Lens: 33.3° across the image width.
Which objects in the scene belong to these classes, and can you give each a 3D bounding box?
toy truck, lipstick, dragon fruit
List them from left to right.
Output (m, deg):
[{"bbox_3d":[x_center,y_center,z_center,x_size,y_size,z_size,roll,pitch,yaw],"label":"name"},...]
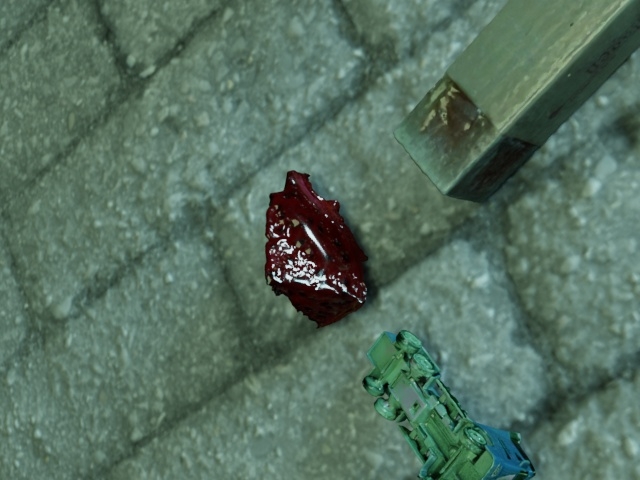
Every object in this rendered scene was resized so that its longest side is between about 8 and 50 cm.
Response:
[{"bbox_3d":[0.003,0.000,0.947,0.063,0.097,0.131,-16,59,29],"label":"dragon fruit"},{"bbox_3d":[0.101,0.146,0.876,0.067,0.081,0.175,-54,42,18],"label":"toy truck"},{"bbox_3d":[0.212,-0.185,0.809,0.371,0.076,0.079,-47,62,22],"label":"lipstick"}]
